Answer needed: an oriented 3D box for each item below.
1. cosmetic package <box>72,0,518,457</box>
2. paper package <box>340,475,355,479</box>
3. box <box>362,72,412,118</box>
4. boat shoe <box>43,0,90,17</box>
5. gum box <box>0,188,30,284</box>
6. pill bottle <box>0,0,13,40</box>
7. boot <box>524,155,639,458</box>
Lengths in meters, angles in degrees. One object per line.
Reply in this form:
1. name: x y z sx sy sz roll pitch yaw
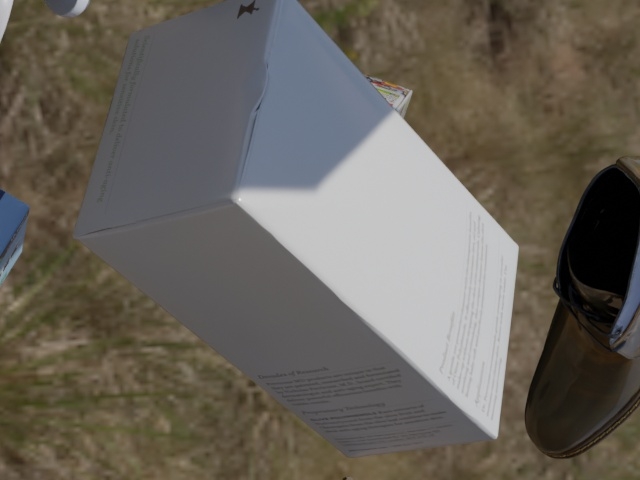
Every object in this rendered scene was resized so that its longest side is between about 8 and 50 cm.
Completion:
1. cosmetic package: 0.000 0.000 1.220 0.365 0.155 0.197 44 46 -40
2. paper package: 0.117 0.273 0.805 0.309 0.325 0.168 11 102 -85
3. box: -0.023 -0.148 1.491 0.114 0.207 0.036 -57 166 -71
4. boat shoe: -0.298 -0.362 1.886 0.076 0.080 0.228 11 54 -51
5. gum box: -0.322 0.045 1.440 0.157 0.041 0.184 -61 -176 -18
6. pill bottle: -0.467 -0.275 1.625 0.283 0.161 0.161 16 67 -24
7. boot: 0.149 0.035 0.881 0.106 0.082 0.219 -3 126 -48
